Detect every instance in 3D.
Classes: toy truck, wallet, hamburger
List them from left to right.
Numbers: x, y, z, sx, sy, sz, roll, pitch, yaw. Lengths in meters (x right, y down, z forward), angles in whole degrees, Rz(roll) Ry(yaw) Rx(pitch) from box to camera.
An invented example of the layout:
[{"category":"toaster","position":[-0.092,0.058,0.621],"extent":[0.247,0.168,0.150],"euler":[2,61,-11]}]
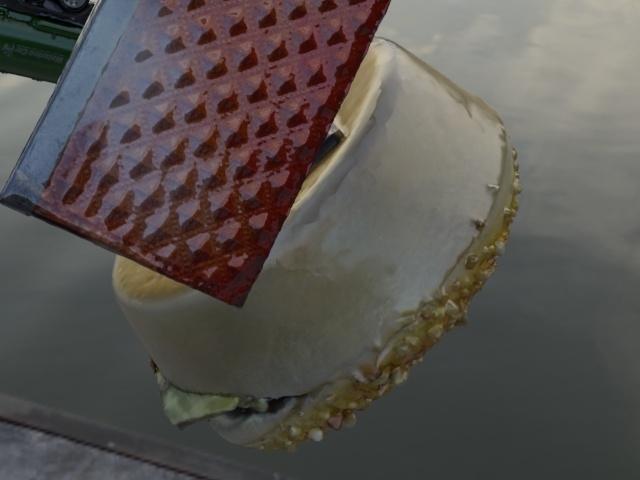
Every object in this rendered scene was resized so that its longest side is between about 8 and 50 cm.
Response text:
[{"category":"toy truck","position":[-0.278,-0.235,1.148],"extent":[0.242,0.125,0.101],"euler":[8,11,-29]},{"category":"wallet","position":[-0.030,-0.080,0.377],"extent":[0.103,0.196,0.020],"euler":[28,-7,-27]},{"category":"hamburger","position":[0.000,0.000,0.691],"extent":[0.302,0.170,0.302],"euler":[-34,26,19]}]
